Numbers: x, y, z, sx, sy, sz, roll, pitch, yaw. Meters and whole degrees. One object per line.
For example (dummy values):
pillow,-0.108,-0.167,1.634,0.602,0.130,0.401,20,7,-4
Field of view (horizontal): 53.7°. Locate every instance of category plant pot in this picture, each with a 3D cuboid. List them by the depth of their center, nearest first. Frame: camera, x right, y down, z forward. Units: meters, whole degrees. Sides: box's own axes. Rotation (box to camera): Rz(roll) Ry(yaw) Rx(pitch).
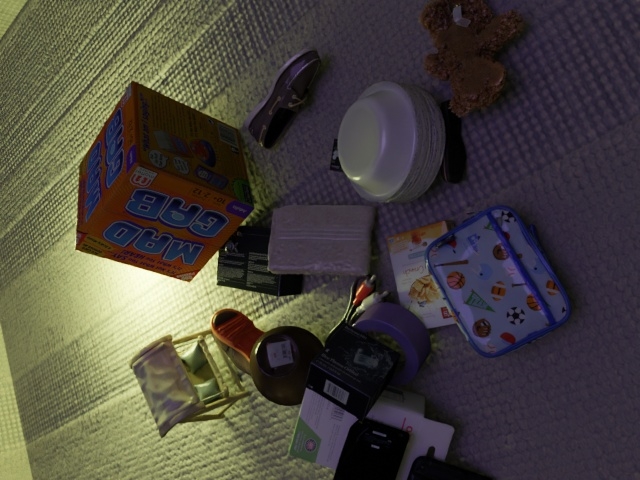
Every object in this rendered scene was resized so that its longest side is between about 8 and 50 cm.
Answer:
plant pot,-0.093,0.307,1.624,0.215,0.230,0.215,-1,72,4

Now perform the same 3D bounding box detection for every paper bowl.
paper bowl,0.147,-0.231,1.492,0.284,0.148,0.284,3,93,58

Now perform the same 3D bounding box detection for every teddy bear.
teddy bear,0.335,-0.443,1.428,0.245,0.113,0.338,-43,57,23

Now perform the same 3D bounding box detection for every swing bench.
swing bench,-0.399,0.419,1.907,0.165,0.255,0.253,-47,63,29

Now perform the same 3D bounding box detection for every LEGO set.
LEGO set,-0.255,0.006,1.812,0.054,0.023,0.083,27,105,37

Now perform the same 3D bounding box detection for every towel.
towel,0.000,0.000,1.644,0.282,0.049,0.187,2,75,18

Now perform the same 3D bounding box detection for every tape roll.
tape roll,0.163,0.249,1.520,0.189,0.080,0.189,18,126,26

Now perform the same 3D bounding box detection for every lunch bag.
lunch bag,0.378,0.080,1.350,0.243,0.115,0.303,-30,72,14

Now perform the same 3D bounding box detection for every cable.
cable,0.079,0.193,1.637,0.287,0.072,0.139,-45,68,29

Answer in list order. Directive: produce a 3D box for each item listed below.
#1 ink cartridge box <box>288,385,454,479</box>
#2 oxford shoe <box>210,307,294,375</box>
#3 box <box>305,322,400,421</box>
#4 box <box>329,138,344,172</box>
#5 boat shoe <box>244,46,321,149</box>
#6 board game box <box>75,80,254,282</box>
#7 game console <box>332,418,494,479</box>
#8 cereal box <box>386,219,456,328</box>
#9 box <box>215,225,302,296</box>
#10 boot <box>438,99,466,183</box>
ink cartridge box,0.124,0.455,1.521,0.353,0.119,0.207,17,102,7
oxford shoe,-0.171,0.343,1.835,0.364,0.130,0.132,38,146,25
box,0.075,0.297,1.447,0.156,0.158,0.093,27,131,18
box,0.067,-0.219,1.655,0.052,0.062,0.083,14,99,37
boat shoe,-0.092,-0.389,1.754,0.324,0.116,0.096,-45,68,34
board game box,-0.457,-0.159,1.823,0.356,0.356,0.356,-45,42,30
game console,0.216,0.552,1.441,0.361,0.044,0.213,17,104,6
cereal box,0.260,0.088,1.509,0.173,0.047,0.240,-19,78,38
box,-0.176,0.053,1.825,0.261,0.103,0.184,6,95,39
boot,0.265,-0.218,1.498,0.137,0.077,0.198,-13,69,43
